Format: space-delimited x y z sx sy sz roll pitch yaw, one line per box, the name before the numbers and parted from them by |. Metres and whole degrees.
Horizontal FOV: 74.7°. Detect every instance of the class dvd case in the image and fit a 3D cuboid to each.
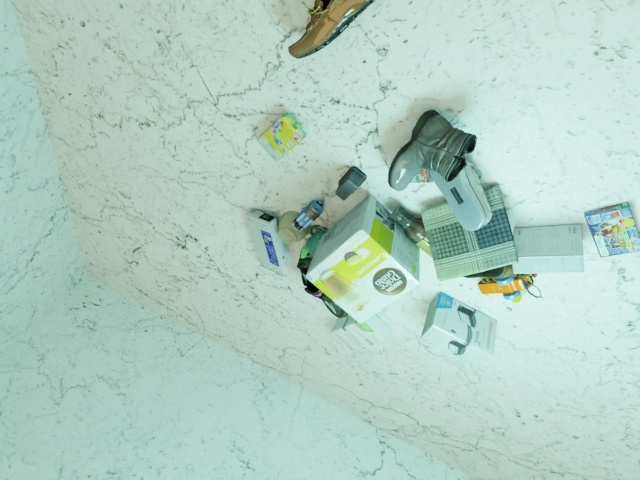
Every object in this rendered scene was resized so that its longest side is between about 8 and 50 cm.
dvd case | 0.388 -0.270 1.678 0.120 0.013 0.087 2 129 26

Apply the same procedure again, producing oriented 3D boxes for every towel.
towel | 0.573 -0.022 1.642 0.324 0.056 0.311 -18 78 33

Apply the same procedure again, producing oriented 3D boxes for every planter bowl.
planter bowl | -0.145 -0.051 2.098 0.162 0.109 0.162 15 135 16

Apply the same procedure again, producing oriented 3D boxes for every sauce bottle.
sauce bottle | 0.450 -0.019 1.802 0.344 0.111 0.111 39 136 -6

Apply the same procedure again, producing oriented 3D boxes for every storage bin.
storage bin | 0.118 -0.241 1.795 0.098 0.091 0.135 38 135 -7

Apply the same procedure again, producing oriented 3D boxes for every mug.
mug | 0.000 0.008 2.057 0.158 0.129 0.097 43 133 -12

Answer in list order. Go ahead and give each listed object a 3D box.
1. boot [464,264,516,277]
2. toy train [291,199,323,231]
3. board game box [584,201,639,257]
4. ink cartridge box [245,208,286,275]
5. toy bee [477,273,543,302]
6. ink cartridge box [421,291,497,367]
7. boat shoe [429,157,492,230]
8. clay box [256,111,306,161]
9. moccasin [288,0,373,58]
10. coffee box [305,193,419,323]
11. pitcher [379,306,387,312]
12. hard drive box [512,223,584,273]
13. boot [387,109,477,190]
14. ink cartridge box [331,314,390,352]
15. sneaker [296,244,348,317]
boot | 0.680 0.113 1.755 0.115 0.112 0.305 11 180 -26
toy train | -0.063 -0.115 1.974 0.080 0.105 0.184 43 112 -12
board game box | 1.056 -0.033 1.511 0.136 0.035 0.201 -16 120 38
ink cartridge box | -0.281 0.013 2.233 0.176 0.069 0.370 22 136 33
toy bee | 0.827 0.181 1.764 0.298 0.162 0.195 24 139 51
ink cartridge box | 0.665 0.422 2.002 0.308 0.223 0.129 27 136 4
boat shoe | 0.536 -0.223 1.560 0.136 0.157 0.366 -37 77 49
clay box | -0.159 -0.446 1.788 0.222 0.053 0.127 -28 112 41
moccasin | 0.027 -0.739 1.358 0.380 0.139 0.147 -27 112 42
coffee box | 0.196 0.079 1.810 0.334 0.338 0.338 42 119 -12
pitcher | 0.249 0.281 2.189 0.207 0.125 0.177 14 120 32
hard drive box | 0.852 0.032 1.578 0.232 0.181 0.089 -2 128 31
boot | 0.386 -0.271 1.497 0.222 0.118 0.338 51 135 32
ink cartridge box | 0.227 0.515 2.404 0.198 0.114 0.273 45 135 -13
sneaker | 0.001 0.246 2.220 0.185 0.202 0.482 -11 122 36
